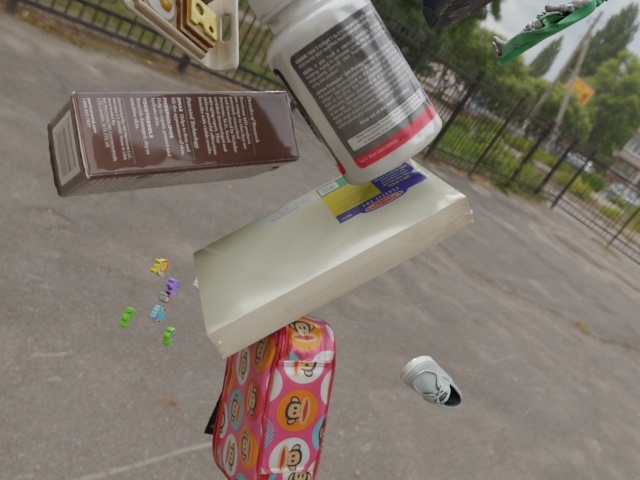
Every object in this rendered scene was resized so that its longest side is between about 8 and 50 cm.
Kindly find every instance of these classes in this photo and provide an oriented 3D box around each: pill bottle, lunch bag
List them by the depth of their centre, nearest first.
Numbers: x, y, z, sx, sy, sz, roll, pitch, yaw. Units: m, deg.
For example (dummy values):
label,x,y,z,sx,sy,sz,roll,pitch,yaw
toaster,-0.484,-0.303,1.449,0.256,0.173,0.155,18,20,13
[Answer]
label,x,y,z,sx,sy,sz,roll,pitch,yaw
pill bottle,0.031,-0.258,0.890,0.318,0.176,0.176,55,16,-14
lunch bag,-0.088,0.248,0.965,0.120,0.293,0.258,10,0,-26

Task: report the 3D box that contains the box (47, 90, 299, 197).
label,x,y,z,sx,sy,sz,roll,pitch,yaw
box,-0.249,-0.172,1.034,0.381,0.143,0.191,-9,0,-36

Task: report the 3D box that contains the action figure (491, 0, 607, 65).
label,x,y,z,sx,sy,sz,roll,pitch,yaw
action figure,0.462,-0.438,1.184,0.063,0.232,0.137,65,13,-1

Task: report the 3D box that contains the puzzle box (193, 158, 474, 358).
label,x,y,z,sx,sy,sz,roll,pitch,yaw
puzzle box,0.000,0.000,0.932,0.052,0.409,0.272,64,-3,-27

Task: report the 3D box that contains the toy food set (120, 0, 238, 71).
label,x,y,z,sx,sy,sz,roll,pitch,yaw
toy food set,-0.261,-0.495,1.152,0.306,0.092,0.219,28,53,-56

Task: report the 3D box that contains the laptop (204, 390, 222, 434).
label,x,y,z,sx,sy,sz,roll,pitch,yaw
laptop,-0.160,0.485,1.586,0.234,0.264,0.136,18,23,-18

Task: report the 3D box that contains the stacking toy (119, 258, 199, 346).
label,x,y,z,sx,sy,sz,roll,pitch,yaw
stacking toy,-0.427,0.168,1.629,0.167,0.221,0.052,18,-20,23

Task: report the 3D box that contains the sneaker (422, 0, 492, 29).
label,x,y,z,sx,sy,sz,roll,pitch,yaw
sneaker,0.160,-0.325,0.559,0.131,0.112,0.319,60,-15,4

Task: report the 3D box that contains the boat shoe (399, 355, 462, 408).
label,x,y,z,sx,sy,sz,roll,pitch,yaw
boat shoe,0.254,0.318,1.299,0.227,0.079,0.081,36,7,-49
